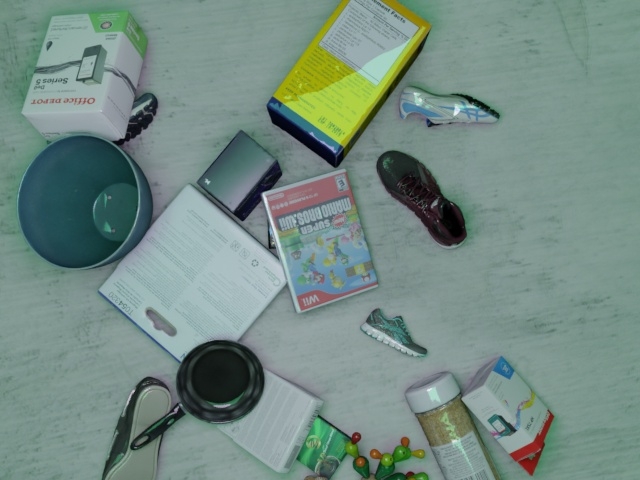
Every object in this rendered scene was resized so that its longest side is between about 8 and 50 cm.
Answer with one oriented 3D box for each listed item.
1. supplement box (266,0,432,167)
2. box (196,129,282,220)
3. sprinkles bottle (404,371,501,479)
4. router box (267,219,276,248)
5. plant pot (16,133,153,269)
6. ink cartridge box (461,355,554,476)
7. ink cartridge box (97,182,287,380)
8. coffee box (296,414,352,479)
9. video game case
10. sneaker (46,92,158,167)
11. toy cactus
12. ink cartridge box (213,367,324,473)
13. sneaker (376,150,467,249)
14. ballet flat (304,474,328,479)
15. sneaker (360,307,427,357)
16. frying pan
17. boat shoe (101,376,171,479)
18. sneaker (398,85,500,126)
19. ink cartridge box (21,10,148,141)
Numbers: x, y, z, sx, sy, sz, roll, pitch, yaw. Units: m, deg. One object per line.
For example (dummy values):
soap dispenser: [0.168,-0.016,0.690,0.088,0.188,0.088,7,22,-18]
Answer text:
supplement box: [0.063,-0.371,1.693,0.194,0.195,0.356,36,89,2]
box: [-0.176,-0.140,1.676,0.108,0.207,0.153,40,88,2]
sprinkles bottle: [0.315,0.478,1.685,0.121,0.121,0.355,-25,87,-1]
router box: [-0.034,-0.050,1.736,0.179,0.046,0.133,-2,86,-11]
plant pot: [-0.492,-0.074,1.670,0.290,0.195,0.290,-1,85,13]
ink cartridge box: [0.435,0.391,1.675,0.231,0.134,0.078,48,128,2]
ink cartridge box: [-0.286,0.095,1.736,0.324,0.071,0.330,41,91,2]
coffee box: [-0.027,0.456,1.728,0.184,0.040,0.113,36,88,2]
video game case: [0.000,0.000,1.700,0.204,0.025,0.285,-18,97,-13]
sneaker: [-0.512,-0.273,1.737,0.283,0.110,0.122,-34,84,-1]
toy cactus: [0.130,0.519,1.699,0.219,0.112,0.180,24,113,-24]
ink cartridge box: [-0.123,0.394,1.705,0.224,0.056,0.181,24,85,37]
sneaker: [0.242,-0.103,1.693,0.106,0.162,0.281,-43,88,-2]
ballet flat: [-0.024,0.630,1.711,0.067,0.073,0.206,15,97,37]
sneaker: [0.178,0.212,1.731,0.166,0.065,0.076,28,84,0]
frying pan: [-0.258,0.367,1.683,0.197,0.053,0.326,32,94,-11]
boat shoe: [-0.424,0.474,1.717,0.112,0.095,0.335,19,91,-25]
sneaker: [0.299,-0.301,1.752,0.237,0.085,0.086,10,113,-2]
ink cartridge box: [-0.521,-0.366,1.676,0.198,0.115,0.273,0,65,13]
